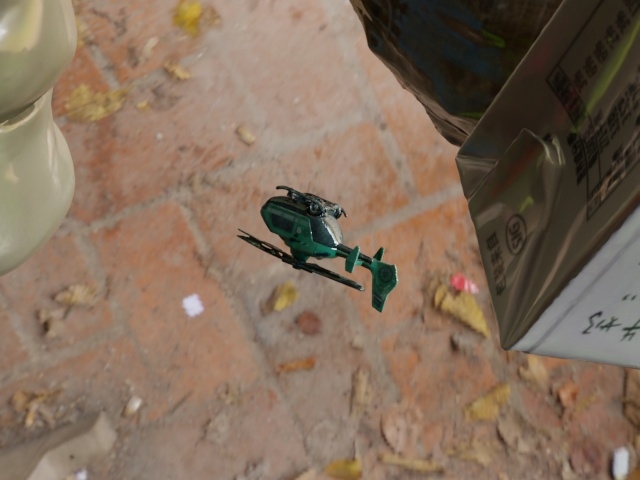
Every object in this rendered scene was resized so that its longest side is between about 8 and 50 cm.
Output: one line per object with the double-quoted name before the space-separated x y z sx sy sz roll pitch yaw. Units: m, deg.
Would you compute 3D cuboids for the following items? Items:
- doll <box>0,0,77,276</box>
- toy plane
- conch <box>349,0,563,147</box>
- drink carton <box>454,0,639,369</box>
"doll" -0.301 -0.113 0.998 0.215 0.226 0.370 18 127 -1
"toy plane" 0.000 0.000 1.512 0.235 0.060 0.096 25 96 32
"conch" 0.111 -0.121 0.611 0.324 0.263 0.186 6 98 3
"drink carton" 0.156 -0.049 0.408 0.134 0.102 0.222 8 138 -23
